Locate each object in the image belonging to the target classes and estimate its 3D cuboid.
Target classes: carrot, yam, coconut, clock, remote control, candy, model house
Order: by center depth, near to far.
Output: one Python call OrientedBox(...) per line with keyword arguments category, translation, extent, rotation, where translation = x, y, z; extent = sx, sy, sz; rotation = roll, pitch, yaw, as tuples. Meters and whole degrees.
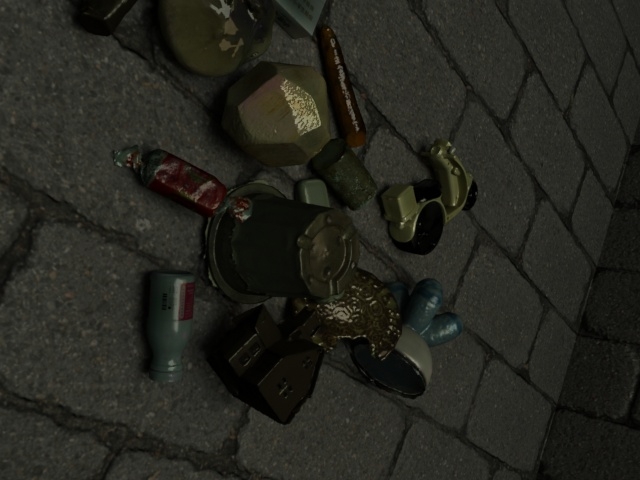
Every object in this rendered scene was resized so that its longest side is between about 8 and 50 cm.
OrientedBox(category="candy", translation=(-0.267, -0.111, 1.288), extent=(0.292, 0.059, 0.086), rotation=(28, 69, -18))
OrientedBox(category="coconut", translation=(-0.081, -0.269, 1.379), extent=(0.197, 0.237, 0.236), rotation=(-75, 164, -81))
OrientedBox(category="model house", translation=(-0.100, 0.227, 1.436), extent=(0.243, 0.211, 0.204), rotation=(-45, 127, -27))
OrientedBox(category="remote control", translation=(-0.001, 0.000, 1.593), extent=(0.090, 0.038, 0.309), rotation=(-10, 89, -33))
OrientedBox(category="carrot", translation=(0.054, -0.385, 1.630), extent=(0.066, 0.066, 0.314), rotation=(-35, 118, -38))
OrientedBox(category="yam", translation=(0.068, -0.159, 1.643), extent=(0.194, 0.107, 0.107), rotation=(47, 62, -40))
OrientedBox(category="clock", translation=(0.334, -0.132, 1.921), extent=(0.379, 0.120, 0.276), rotation=(-45, 130, -32))

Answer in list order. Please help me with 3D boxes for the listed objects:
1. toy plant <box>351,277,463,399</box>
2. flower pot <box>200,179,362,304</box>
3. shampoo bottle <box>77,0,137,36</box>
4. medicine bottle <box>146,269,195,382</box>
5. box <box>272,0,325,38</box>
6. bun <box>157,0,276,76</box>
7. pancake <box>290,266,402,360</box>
OrientedBox(category="toy plant", translation=(0.255, 0.238, 1.812), extent=(0.332, 0.247, 0.247), rotation=(-53, 129, -30))
OrientedBox(category="flower pot", translation=(-0.073, 0.019, 1.408), extent=(0.290, 0.259, 0.290), rotation=(-10, 104, -45))
OrientedBox(category="shampoo bottle", translation=(-0.325, -0.524, 1.176), extent=(0.084, 0.126, 0.350), rotation=(83, 31, -72))
OrientedBox(category="medicine bottle", translation=(-0.303, 0.170, 1.307), extent=(0.090, 0.090, 0.216), rotation=(1, 95, -46))
OrientedBox(category="box", translation=(-0.046, -0.610, 1.495), extent=(0.155, 0.067, 0.243), rotation=(35, 70, -45))
OrientedBox(category="bun", translation=(-0.195, -0.461, 1.288), extent=(0.273, 0.168, 0.272), rotation=(-19, 116, -43))
OrientedBox(category="pancake", translation=(0.069, 0.186, 1.631), extent=(0.288, 0.033, 0.286), rotation=(-32, 81, -32))
